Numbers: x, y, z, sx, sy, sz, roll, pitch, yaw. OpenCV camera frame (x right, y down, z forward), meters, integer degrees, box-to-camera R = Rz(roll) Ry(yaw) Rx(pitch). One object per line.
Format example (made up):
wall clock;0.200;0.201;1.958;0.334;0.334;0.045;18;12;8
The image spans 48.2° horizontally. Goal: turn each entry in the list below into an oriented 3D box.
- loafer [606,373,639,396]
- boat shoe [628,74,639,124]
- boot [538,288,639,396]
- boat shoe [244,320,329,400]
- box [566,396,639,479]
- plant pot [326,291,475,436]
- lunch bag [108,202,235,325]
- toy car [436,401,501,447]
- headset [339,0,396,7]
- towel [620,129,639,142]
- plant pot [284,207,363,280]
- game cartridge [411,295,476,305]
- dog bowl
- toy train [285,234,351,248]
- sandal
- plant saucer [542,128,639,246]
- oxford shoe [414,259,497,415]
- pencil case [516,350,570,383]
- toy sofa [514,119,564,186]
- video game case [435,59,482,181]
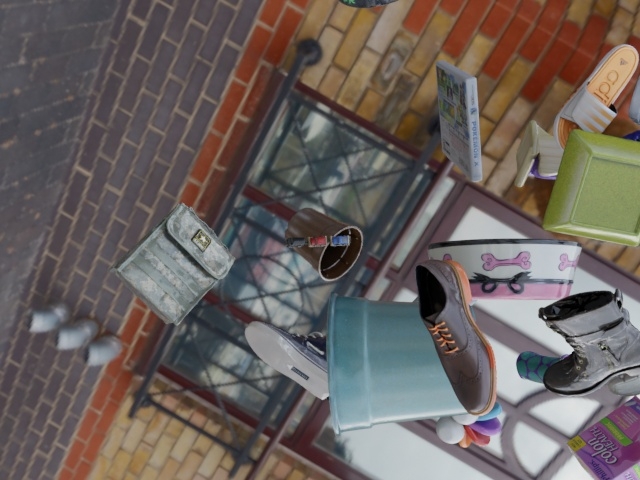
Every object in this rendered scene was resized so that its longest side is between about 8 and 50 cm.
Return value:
loafer;0.930;0.339;1.925;0.319;0.111;0.112;-22;-135;23
boat shoe;0.798;-0.415;1.589;0.121;0.119;0.335;-7;113;-51
boot;0.470;0.179;1.301;0.263;0.229;0.091;-31;-144;37
boat shoe;-0.060;0.328;2.166;0.127;0.340;0.158;-49;-177;45
box;0.838;0.573;1.935;0.243;0.117;0.213;-36;-164;2
plant pot;0.198;0.283;1.692;0.341;0.334;0.341;-4;90;-84
lunch bag;-0.405;0.061;2.028;0.287;0.235;0.169;-49;-163;-21
toy car;0.395;0.457;1.832;0.159;0.136;0.182;-24;146;-52
headset;0.208;-0.738;1.828;0.394;0.243;0.185;-30;135;-11
towel;0.642;-0.167;1.572;0.227;0.076;0.308;-43;164;28
plant pot;0.000;0.000;1.958;0.167;0.165;0.167;-31;138;-33
game cartridge;0.418;0.181;2.313;0.297;0.062;0.198;-9;145;-35
dog bowl;0.490;0.085;1.922;0.408;0.407;0.150;114;-23;-85
toy train;-0.004;0.001;1.676;0.036;0.158;0.027;130;-44;-72
sandal;0.608;-0.309;1.559;0.265;0.102;0.076;-60;-170;10
plant saucer;0.511;-0.086;1.261;0.045;0.188;0.188;-90;-169;-72
oxford shoe;0.214;0.161;1.196;0.098;0.271;0.097;8;148;-45
pencil case;0.488;0.274;1.541;0.070;0.064;0.151;-59;-165;-15
toy sofa;0.709;-0.191;1.889;0.150;0.362;0.177;93;1;-60
video game case;0.411;-0.365;2.138;0.329;0.036;0.300;-105;-175;-67
